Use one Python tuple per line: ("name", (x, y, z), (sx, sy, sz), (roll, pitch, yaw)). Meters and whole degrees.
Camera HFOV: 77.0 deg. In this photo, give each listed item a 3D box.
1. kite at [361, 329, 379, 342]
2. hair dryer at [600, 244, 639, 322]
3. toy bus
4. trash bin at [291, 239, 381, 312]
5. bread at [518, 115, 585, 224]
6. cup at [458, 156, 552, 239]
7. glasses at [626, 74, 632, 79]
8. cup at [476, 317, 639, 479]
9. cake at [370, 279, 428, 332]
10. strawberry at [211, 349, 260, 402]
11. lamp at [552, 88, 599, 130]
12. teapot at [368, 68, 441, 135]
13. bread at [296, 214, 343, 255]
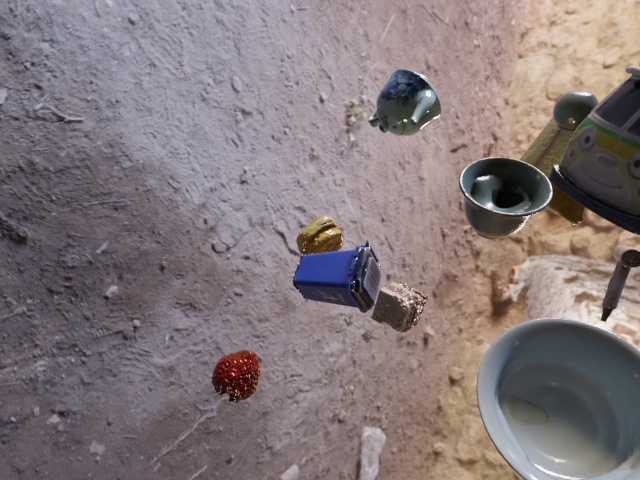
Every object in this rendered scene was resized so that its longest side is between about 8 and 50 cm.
("kite", (0.181, 0.357, 1.462), (0.078, 0.002, 0.044), (37, 51, -13))
("hair dryer", (0.852, 0.123, 1.153), (0.195, 0.053, 0.220), (-7, 111, -58))
("toy bus", (0.449, -0.112, 0.451), (0.305, 0.143, 0.179), (-5, 127, -13))
("trash bin", (0.054, 0.105, 1.215), (0.162, 0.234, 0.184), (56, 42, -42))
("bread", (0.876, -0.283, 1.423), (0.245, 0.233, 0.362), (26, 106, -18))
("cup", (0.419, -0.080, 0.956), (0.199, 0.199, 0.150), (-46, 149, -29))
("glasses", (0.688, -0.264, 0.786), (0.189, 0.088, 0.220), (-26, 98, -16))
("cup", (0.493, 0.348, 0.818), (0.347, 0.347, 0.163), (-54, 151, -23))
("cake", (0.264, 0.220, 1.356), (0.147, 0.135, 0.134), (-1, 111, -54))
("strawberry", (-0.232, 0.367, 1.123), (0.131, 0.131, 0.148), (19, 87, -47))
("lamp", (0.655, -0.334, 1.035), (0.105, 0.105, 0.105), (-14, 109, -44))
("teapot", (0.196, -0.320, 0.991), (0.159, 0.232, 0.159), (-5, 105, -21))
("bread", (-0.002, 0.002, 1.698), (0.198, 0.120, 0.236), (-38, 153, -6))
